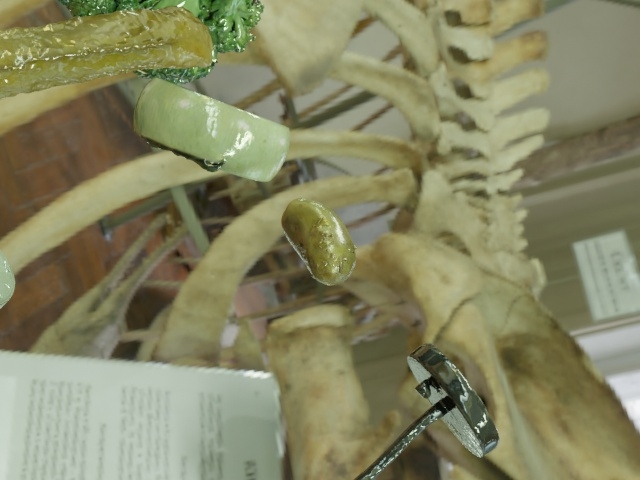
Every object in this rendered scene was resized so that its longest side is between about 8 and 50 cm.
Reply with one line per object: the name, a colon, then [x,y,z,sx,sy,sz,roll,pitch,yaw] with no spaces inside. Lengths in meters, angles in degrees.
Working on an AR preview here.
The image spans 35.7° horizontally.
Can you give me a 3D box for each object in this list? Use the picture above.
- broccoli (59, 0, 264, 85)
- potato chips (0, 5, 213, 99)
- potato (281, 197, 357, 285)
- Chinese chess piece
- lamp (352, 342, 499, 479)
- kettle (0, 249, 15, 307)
broccoli: [-0.173,-0.298,1.090,0.269,0.270,0.270,14,64,-31]
potato chips: [-0.276,-0.151,0.875,0.057,0.406,0.080,67,-22,17]
potato: [0.000,0.000,1.314,0.092,0.070,0.138,91,-26,-50]
Chinese chess piece: [-0.057,-0.058,0.527,0.084,0.084,0.034,-11,123,-78]
lamp: [0.013,0.257,0.875,0.108,0.371,0.130,36,5,-36]
kettle: [-0.690,0.106,1.616,0.265,0.318,0.205,46,20,3]
